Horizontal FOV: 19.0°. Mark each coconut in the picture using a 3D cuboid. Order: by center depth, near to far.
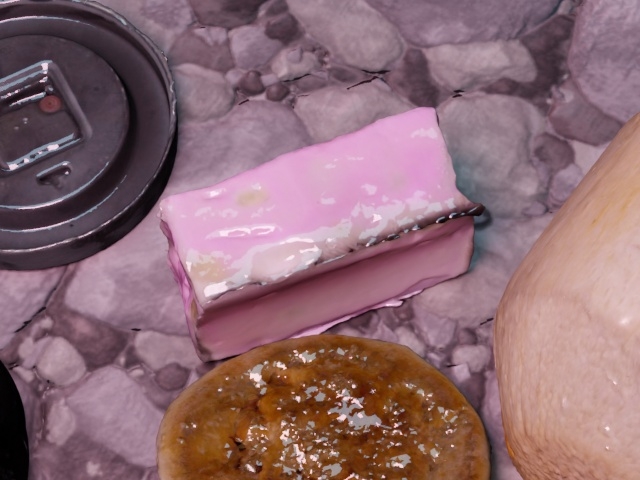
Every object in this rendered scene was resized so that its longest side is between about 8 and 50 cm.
[{"bbox_3d":[0.333,0.063,1.468,0.344,0.415,0.415,43,70,-1],"label":"coconut"}]

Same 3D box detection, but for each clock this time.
[{"bbox_3d":[-0.266,-0.100,1.766,0.280,0.055,0.281,-1,62,2],"label":"clock"}]

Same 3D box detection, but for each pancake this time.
[{"bbox_3d":[0.002,0.178,1.581,0.282,0.049,0.282,1,47,-1],"label":"pancake"}]

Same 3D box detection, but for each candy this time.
[{"bbox_3d":[0.000,0.000,1.644,0.265,0.155,0.116,-21,68,-8],"label":"candy"}]

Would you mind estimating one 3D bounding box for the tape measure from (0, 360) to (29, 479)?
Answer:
[{"bbox_3d":[-0.348,0.164,1.587,0.202,0.135,0.223,-24,58,0],"label":"tape measure"}]
